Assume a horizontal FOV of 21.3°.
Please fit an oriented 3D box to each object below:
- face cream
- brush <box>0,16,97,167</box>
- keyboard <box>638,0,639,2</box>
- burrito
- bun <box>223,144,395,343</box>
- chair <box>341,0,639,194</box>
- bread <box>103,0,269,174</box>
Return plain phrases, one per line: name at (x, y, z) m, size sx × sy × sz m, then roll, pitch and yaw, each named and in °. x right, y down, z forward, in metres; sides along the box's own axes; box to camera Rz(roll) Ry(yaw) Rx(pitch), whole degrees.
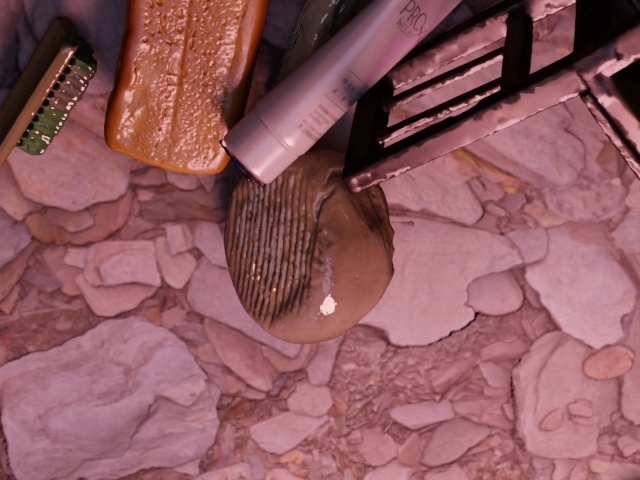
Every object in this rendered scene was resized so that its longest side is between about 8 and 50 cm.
face cream at (0.022, -0.144, 1.423) m, size 0.244 × 0.092 × 0.058 m, roll -42°, pitch 65°, yaw 8°
brush at (-0.282, -0.077, 1.526) m, size 0.048 × 0.054 × 0.282 m, roll 23°, pitch 120°, yaw -29°
keyboard at (0.376, -0.294, 1.374) m, size 0.310 × 0.018 × 0.101 m, roll -36°, pitch 112°, yaw 21°
burrito at (-0.001, -0.176, 1.458) m, size 0.045 × 0.041 × 0.185 m, roll 42°, pitch 123°, yaw 29°
bun at (0.000, 0.000, 1.507) m, size 0.113 × 0.166 × 0.173 m, roll -6°, pitch 138°, yaw -41°
chair at (0.259, -0.099, 1.377) m, size 0.416 × 0.203 × 0.240 m, roll -28°, pitch 116°, yaw 26°
bread at (-0.113, -0.156, 1.454) m, size 0.116 × 0.077 × 0.200 m, roll 14°, pitch 117°, yaw -1°
